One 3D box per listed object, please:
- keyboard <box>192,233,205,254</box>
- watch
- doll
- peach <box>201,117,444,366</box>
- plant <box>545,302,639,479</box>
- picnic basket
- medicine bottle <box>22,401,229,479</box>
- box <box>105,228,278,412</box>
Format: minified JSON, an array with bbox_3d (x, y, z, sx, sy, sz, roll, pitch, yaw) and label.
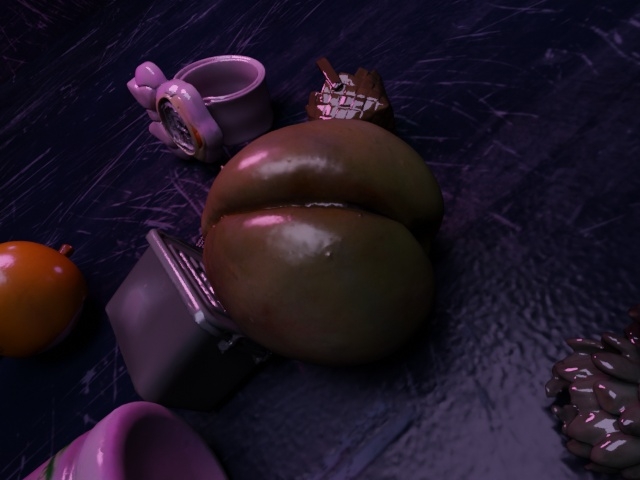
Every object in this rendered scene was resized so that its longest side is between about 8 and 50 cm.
[{"bbox_3d":[-0.144,0.016,0.730,0.197,0.010,0.064,12,63,34],"label":"keyboard"},{"bbox_3d":[-0.223,-0.279,0.890,0.248,0.211,0.217,30,57,31],"label":"watch"},{"bbox_3d":[-0.517,0.080,0.769,0.213,0.214,0.236,-14,39,19],"label":"doll"},{"bbox_3d":[0.000,0.001,0.514,0.291,0.247,0.293,-6,76,25],"label":"peach"},{"bbox_3d":[0.292,0.121,0.343,0.194,0.132,0.129,-7,52,18],"label":"plant"},{"bbox_3d":[0.042,-0.234,0.727,0.137,0.128,0.179,-25,59,8],"label":"picnic basket"},{"bbox_3d":[-0.262,0.344,0.428,0.325,0.212,0.212,-37,48,0],"label":"medicine bottle"},{"bbox_3d":[-0.184,0.112,0.594,0.135,0.163,0.243,-50,50,1],"label":"box"}]
